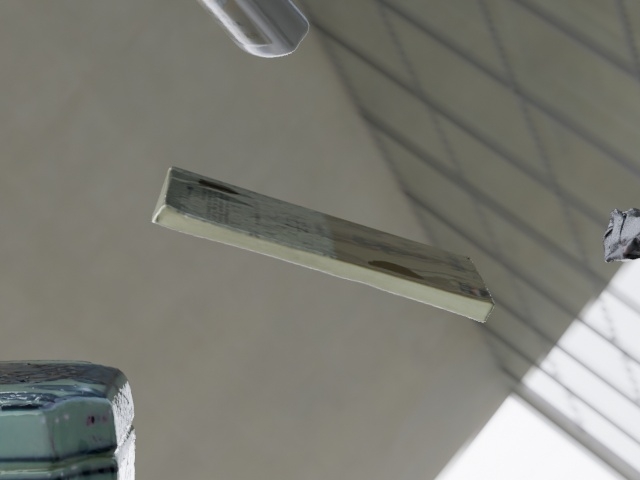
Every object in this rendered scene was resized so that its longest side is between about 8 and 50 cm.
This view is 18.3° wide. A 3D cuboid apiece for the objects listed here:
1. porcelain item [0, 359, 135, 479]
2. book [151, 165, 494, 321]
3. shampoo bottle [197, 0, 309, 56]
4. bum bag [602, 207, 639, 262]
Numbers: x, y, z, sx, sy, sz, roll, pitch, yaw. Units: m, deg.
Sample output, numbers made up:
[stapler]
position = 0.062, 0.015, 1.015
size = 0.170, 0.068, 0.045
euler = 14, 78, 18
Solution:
[porcelain item]
position = -0.319, 0.199, 1.860
size = 0.286, 0.282, 0.157
euler = -74, -19, -85
[book]
position = 0.000, 0.000, 1.172
size = 0.138, 0.199, 0.016
euler = -100, 27, -79
[shampoo bottle]
position = -0.098, -0.234, 1.600
size = 0.056, 0.086, 0.227
euler = -57, -44, -12
[bum bag]
position = 0.281, -0.009, 1.623
size = 0.034, 0.124, 0.058
euler = 40, -121, -31
